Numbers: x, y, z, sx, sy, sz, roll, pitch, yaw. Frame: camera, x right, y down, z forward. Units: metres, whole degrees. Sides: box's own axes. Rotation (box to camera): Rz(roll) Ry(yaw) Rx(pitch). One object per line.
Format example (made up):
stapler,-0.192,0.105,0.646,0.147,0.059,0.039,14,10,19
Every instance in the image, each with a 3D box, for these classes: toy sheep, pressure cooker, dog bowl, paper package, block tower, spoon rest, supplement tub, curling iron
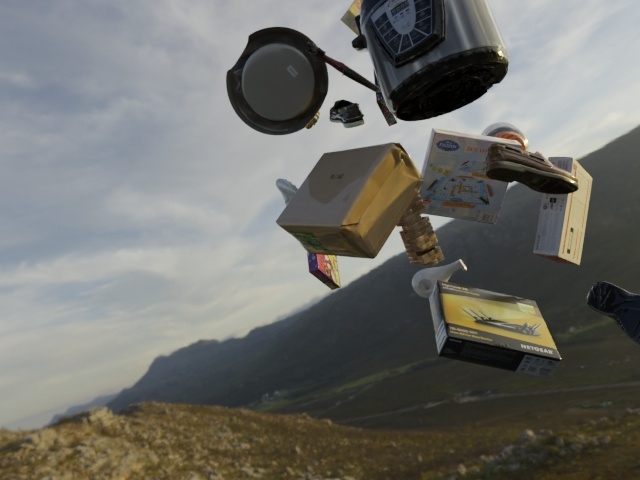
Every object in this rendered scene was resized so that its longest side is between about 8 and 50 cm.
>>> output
toy sheep,-0.044,-0.477,1.891,0.091,0.132,0.091,-2,-12,-1
pressure cooker,0.306,-0.604,1.477,0.370,0.420,0.375,-14,-8,-16
dog bowl,-0.139,-0.534,1.723,0.349,0.348,0.102,-20,11,10
paper package,0.078,-0.111,1.463,0.325,0.168,0.309,5,55,54
block tower,0.331,-0.068,1.816,0.091,0.335,0.097,-26,8,-23
spoon rest,0.540,0.167,2.299,0.276,0.137,0.084,-34,-2,32
supplement tub,0.780,-0.399,2.169,0.194,0.193,0.316,-22,11,20
curling iron,0.068,-0.544,1.611,0.035,0.274,0.068,-56,8,20

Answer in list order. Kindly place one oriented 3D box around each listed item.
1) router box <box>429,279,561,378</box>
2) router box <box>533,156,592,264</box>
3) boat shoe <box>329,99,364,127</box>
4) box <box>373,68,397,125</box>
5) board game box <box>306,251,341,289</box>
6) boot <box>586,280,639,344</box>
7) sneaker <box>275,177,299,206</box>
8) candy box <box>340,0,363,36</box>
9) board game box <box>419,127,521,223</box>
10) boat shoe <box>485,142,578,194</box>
router box,0.472,0.240,1.412,0.309,0.081,0.243,12,32,-3
router box,0.862,-0.093,1.790,0.082,0.335,0.301,8,-4,40
boat shoe,0.075,-0.394,1.541,0.081,0.068,0.228,-19,24,-9
box,0.295,-0.657,2.303,0.044,0.233,0.159,-15,-38,21
board game box,0.000,0.000,1.982,0.056,0.346,0.208,-21,-31,23
boot,0.673,0.171,1.007,0.179,0.085,0.236,24,12,-16
sneaker,-0.078,-0.116,1.754,0.095,0.235,0.090,-45,5,0
candy box,0.271,-1.035,2.448,0.183,0.316,0.087,-60,17,-24
board game box,0.533,-0.234,1.876,0.319,0.318,0.066,8,27,-3
boat shoe,0.652,-0.224,1.545,0.307,0.104,0.111,14,-20,-15
